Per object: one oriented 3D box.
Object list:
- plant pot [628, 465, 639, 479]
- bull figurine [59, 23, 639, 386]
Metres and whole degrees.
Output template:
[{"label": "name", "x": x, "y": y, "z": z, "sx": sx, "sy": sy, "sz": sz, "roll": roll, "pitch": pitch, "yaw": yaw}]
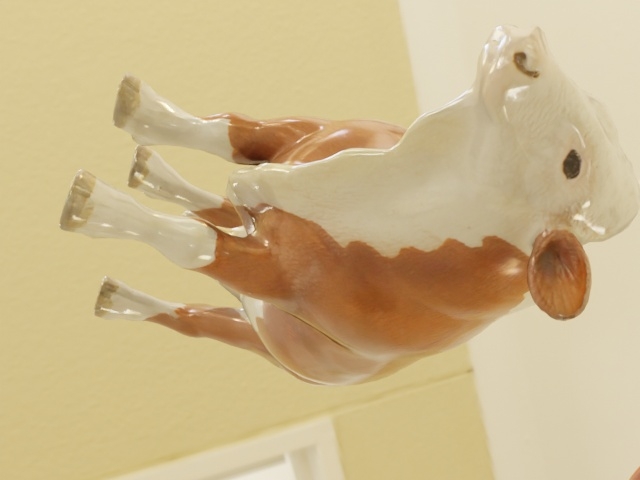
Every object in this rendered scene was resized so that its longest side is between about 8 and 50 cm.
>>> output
[{"label": "plant pot", "x": 0.292, "y": 0.139, "z": 0.618, "sx": 0.174, "sy": 0.191, "sz": 0.191, "roll": 50, "pitch": -33, "yaw": 22}, {"label": "bull figurine", "x": 0.000, "y": 0.000, "z": 0.489, "sx": 0.310, "sy": 0.188, "sz": 0.101, "roll": 115, "pitch": -9, "yaw": -70}]
